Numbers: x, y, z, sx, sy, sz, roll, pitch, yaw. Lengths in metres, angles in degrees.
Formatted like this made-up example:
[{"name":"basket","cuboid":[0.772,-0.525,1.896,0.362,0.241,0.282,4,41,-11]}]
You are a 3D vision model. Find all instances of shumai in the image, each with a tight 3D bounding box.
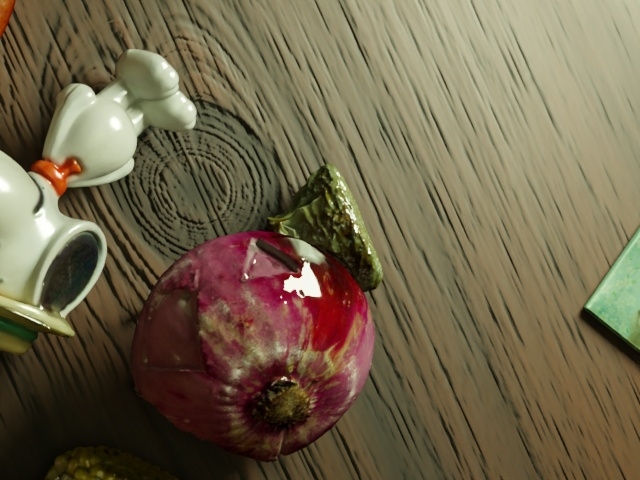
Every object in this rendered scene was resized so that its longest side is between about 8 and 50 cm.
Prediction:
[{"name":"shumai","cuboid":[0.000,0.000,1.420,0.087,0.099,0.124,-24,92,2]}]

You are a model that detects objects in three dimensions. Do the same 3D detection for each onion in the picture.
[{"name":"onion","cuboid":[-0.048,0.081,1.339,0.207,0.200,0.201,36,80,-11]}]

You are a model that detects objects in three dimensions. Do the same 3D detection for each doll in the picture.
[{"name":"doll","cuboid":[-0.216,-0.029,1.339,0.271,0.144,0.208,-29,119,-33]}]

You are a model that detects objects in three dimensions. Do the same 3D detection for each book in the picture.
[{"name":"book","cuboid":[0.337,0.044,1.536,0.103,0.017,0.135,38,79,-9]}]

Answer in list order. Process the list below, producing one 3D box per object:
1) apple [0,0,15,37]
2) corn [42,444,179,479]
[{"name":"apple","cuboid":[-0.327,-0.226,1.306,0.147,0.158,0.156,10,81,-16]},{"name":"corn","cuboid":[-0.119,0.266,1.368,0.310,0.101,0.101,27,81,-12]}]
